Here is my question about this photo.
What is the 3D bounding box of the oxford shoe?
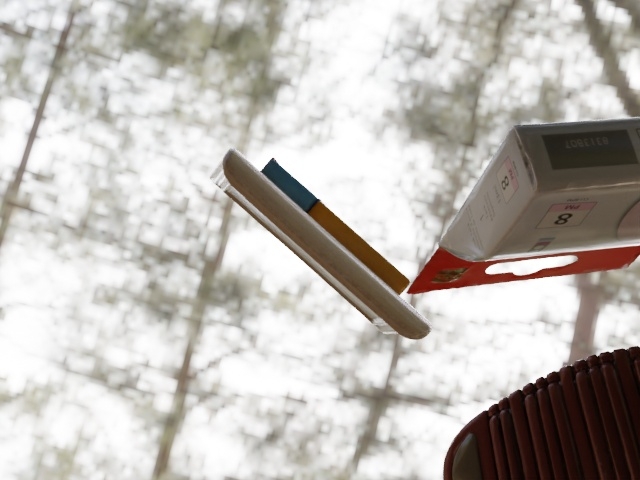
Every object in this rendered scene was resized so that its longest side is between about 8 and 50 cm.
[{"bbox_3d":[0.250,0.129,0.979,0.348,0.123,0.130,-12,-25,14],"label":"oxford shoe"}]

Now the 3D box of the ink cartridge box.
[{"bbox_3d":[0.180,-0.004,1.089,0.189,0.066,0.232,-5,-30,-19],"label":"ink cartridge box"}]

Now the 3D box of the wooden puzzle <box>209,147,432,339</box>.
[{"bbox_3d":[0.000,0.000,1.422,0.221,0.044,0.238,42,-3,-4],"label":"wooden puzzle"}]
